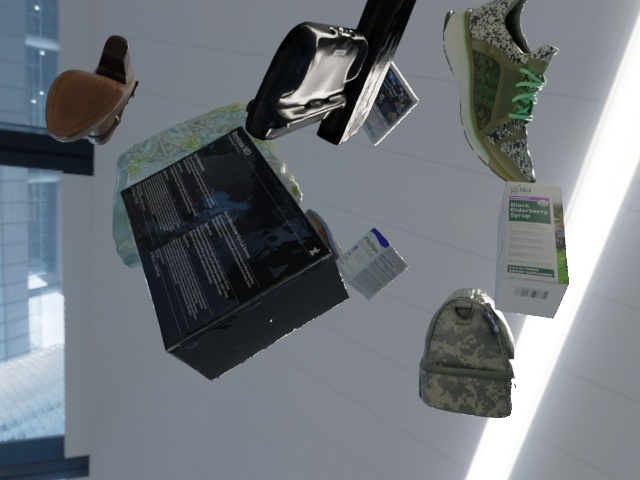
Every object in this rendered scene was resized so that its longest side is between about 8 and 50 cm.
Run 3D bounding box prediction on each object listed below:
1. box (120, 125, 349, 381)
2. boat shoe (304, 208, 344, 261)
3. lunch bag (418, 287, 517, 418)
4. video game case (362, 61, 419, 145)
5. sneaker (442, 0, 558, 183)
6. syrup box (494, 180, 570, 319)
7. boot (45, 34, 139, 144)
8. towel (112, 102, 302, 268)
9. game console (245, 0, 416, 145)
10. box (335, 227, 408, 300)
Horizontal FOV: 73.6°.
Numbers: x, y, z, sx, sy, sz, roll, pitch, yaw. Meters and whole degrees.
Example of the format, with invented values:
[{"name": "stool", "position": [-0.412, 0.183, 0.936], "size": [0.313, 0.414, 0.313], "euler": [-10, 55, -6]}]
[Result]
[{"name": "box", "position": [-0.112, 0.000, 0.519], "size": [0.184, 0.103, 0.261], "euler": [-32, -128, -4]}, {"name": "boat shoe", "position": [0.000, 0.000, 1.162], "size": [0.183, 0.066, 0.066], "euler": [57, -17, 4]}, {"name": "lunch bag", "position": [0.354, 0.249, 1.034], "size": [0.212, 0.305, 0.256], "euler": [-1, -91, 21]}, {"name": "video game case", "position": [0.152, -0.383, 1.139], "size": [0.173, 0.022, 0.191], "euler": [-42, -110, 44]}, {"name": "sneaker", "position": [0.383, -0.310, 0.860], "size": [0.182, 0.158, 0.411], "euler": [-18, -92, 49]}, {"name": "syrup box", "position": [0.358, 0.007, 0.735], "size": [0.093, 0.237, 0.096], "euler": [7, -41, 18]}, {"name": "boot", "position": [-0.181, -0.105, 0.346], "size": [0.042, 0.119, 0.087], "euler": [26, -32, -17]}, {"name": "towel", "position": [-0.238, -0.132, 0.841], "size": [0.375, 0.320, 0.090], "euler": [-118, -174, -46]}, {"name": "game console", "position": [0.028, -0.201, 0.483], "size": [0.043, 0.361, 0.213], "euler": [29, -60, 8]}, {"name": "box", "position": [0.124, 0.060, 1.046], "size": [0.137, 0.126, 0.072], "euler": [-41, -131, 6]}]
